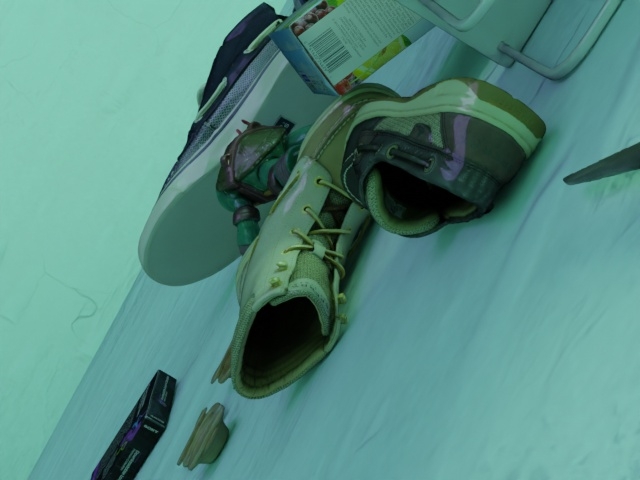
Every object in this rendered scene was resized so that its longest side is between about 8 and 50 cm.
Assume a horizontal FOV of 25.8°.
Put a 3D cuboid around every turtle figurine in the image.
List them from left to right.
[{"bbox_3d":[-0.035,-0.050,1.243,0.234,0.118,0.175,-29,32,62],"label":"turtle figurine"}]

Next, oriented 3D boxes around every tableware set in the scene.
[{"bbox_3d":[-0.081,0.132,1.190,0.141,0.020,0.169,-62,10,-12],"label":"tableware set"}]

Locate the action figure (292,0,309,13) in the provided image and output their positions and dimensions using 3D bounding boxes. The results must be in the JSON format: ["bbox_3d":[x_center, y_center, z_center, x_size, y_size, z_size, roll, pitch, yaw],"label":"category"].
[{"bbox_3d":[0.012,-0.310,1.637,0.285,0.099,0.185,113,152,-71],"label":"action figure"}]

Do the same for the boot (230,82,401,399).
[{"bbox_3d":[0.000,0.000,1.008,0.213,0.077,0.165,-57,12,22],"label":"boot"}]

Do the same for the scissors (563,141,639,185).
[{"bbox_3d":[0.161,-0.051,0.514,0.109,0.021,0.297,-62,9,3],"label":"scissors"}]

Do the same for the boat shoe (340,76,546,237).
[{"bbox_3d":[0.054,-0.039,0.832,0.073,0.080,0.223,-57,13,-16],"label":"boat shoe"}]

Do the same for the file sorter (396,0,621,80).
[{"bbox_3d":[0.063,-0.240,0.809,0.193,0.278,0.173,-58,14,10],"label":"file sorter"}]

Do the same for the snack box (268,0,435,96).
[{"bbox_3d":[0.067,-0.194,1.050,0.207,0.070,0.174,-38,10,0],"label":"snack box"}]

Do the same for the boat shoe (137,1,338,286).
[{"bbox_3d":[-0.102,-0.113,1.595,0.340,0.127,0.158,-50,36,9],"label":"boat shoe"}]

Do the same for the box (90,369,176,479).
[{"bbox_3d":[-0.213,0.234,1.545,0.162,0.029,0.116,-58,11,19],"label":"box"}]
